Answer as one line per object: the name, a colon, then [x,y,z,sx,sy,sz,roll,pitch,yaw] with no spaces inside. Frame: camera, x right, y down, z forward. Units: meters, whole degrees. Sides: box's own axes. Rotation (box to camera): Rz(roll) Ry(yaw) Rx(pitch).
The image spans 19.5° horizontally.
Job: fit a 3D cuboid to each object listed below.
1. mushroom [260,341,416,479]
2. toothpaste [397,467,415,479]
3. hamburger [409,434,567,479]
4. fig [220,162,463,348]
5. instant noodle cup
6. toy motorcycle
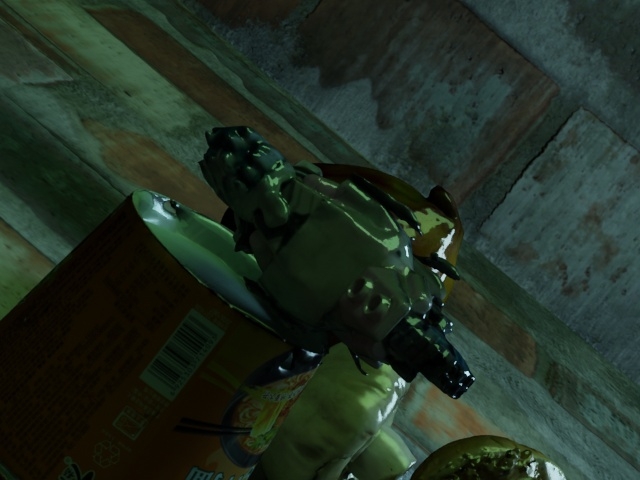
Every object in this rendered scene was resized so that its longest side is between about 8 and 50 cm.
mushroom: [0.022,0.156,1.521,0.122,0.154,0.154,35,10,13]
toothpaste: [0.065,0.214,1.702,0.089,0.057,0.234,47,7,24]
hamburger: [0.132,0.241,1.446,0.181,0.191,0.118,-6,29,-32]
fig: [0.013,0.027,1.842,0.224,0.224,0.263,31,-22,-36]
instant noodle cup: [-0.115,0.086,1.277,0.230,0.182,0.230,37,11,-9]
toy motorcycle: [-0.004,0.005,1.223,0.204,0.108,0.239,43,-13,-28]
